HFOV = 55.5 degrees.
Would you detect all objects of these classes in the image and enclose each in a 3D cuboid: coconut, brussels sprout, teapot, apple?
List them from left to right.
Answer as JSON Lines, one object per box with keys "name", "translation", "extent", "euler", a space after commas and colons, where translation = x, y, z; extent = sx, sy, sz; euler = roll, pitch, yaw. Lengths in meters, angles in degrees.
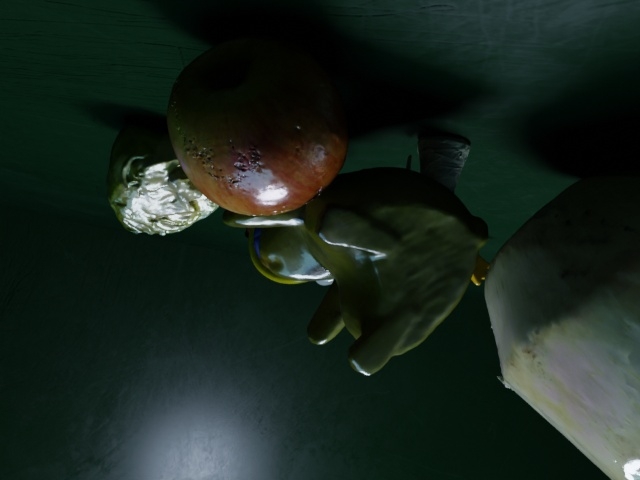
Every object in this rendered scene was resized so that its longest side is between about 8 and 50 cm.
{"name": "brussels sprout", "translation": [-0.216, -0.090, 0.826], "extent": [0.149, 0.122, 0.151], "euler": [7, 142, -39]}
{"name": "apple", "translation": [-0.045, -0.086, 0.482], "extent": [0.147, 0.146, 0.146], "euler": [10, 173, 1]}
{"name": "teapot", "translation": [0.124, -0.067, 0.657], "extent": [0.067, 0.083, 0.057], "euler": [5, 176, 19]}
{"name": "coconut", "translation": [0.344, 0.081, 0.562], "extent": [0.353, 0.352, 0.352], "euler": [10, 173, 1]}

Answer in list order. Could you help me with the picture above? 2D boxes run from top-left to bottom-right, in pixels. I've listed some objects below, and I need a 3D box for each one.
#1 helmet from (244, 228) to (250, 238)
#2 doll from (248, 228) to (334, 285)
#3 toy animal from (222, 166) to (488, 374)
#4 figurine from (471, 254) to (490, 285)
{"name": "helmet", "translation": [-0.108, -0.049, 1.241], "extent": [0.111, 0.057, 0.089], "euler": [-10, -155, 8]}
{"name": "doll", "translation": [0.023, 0.007, 1.068], "extent": [0.311, 0.159, 0.242], "euler": [-10, 154, 23]}
{"name": "toy animal", "translation": [0.002, 0.000, 0.662], "extent": [0.180, 0.181, 0.363], "euler": [-35, -158, -22]}
{"name": "figurine", "translation": [0.180, 0.066, 1.294], "extent": [0.215, 0.187, 0.344], "euler": [24, 161, -27]}
